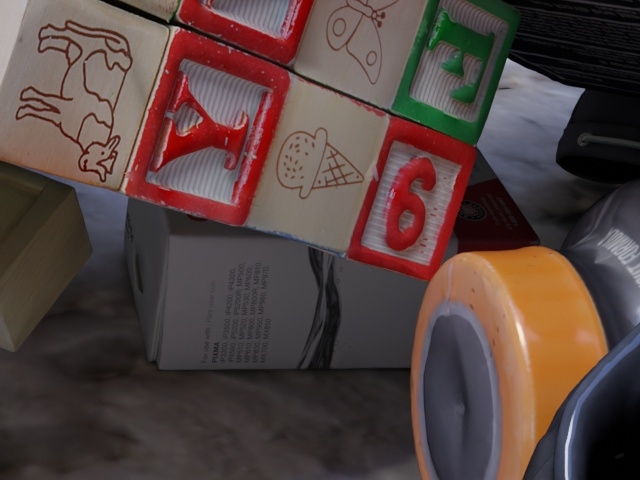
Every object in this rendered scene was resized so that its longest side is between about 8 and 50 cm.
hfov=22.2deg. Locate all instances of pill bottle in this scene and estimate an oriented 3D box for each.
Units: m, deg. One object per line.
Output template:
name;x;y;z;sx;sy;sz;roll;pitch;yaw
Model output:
pill bottle;0.154;0.044;0.487;0.245;0.130;0.130;-2;29;-17

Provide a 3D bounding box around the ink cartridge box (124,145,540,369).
ink cartridge box;0.000;0.000;0.608;0.135;0.056;0.099;0;28;-14

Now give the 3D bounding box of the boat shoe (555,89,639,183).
boat shoe;0.191;-0.013;0.706;0.206;0.075;0.065;35;80;33

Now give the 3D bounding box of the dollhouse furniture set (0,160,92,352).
dollhouse furniture set;-0.181;0.044;0.478;0.182;0.101;0.161;20;54;21

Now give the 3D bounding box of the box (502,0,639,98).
box;0.148;-0.146;0.541;0.296;0.183;0.294;16;0;39

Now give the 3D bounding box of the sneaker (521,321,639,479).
sneaker;0.192;0.088;0.356;0.321;0.180;0.124;3;28;-8

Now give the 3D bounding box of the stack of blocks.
stack of blocks;-0.109;-0.080;0.518;0.297;0.087;0.171;20;3;43
